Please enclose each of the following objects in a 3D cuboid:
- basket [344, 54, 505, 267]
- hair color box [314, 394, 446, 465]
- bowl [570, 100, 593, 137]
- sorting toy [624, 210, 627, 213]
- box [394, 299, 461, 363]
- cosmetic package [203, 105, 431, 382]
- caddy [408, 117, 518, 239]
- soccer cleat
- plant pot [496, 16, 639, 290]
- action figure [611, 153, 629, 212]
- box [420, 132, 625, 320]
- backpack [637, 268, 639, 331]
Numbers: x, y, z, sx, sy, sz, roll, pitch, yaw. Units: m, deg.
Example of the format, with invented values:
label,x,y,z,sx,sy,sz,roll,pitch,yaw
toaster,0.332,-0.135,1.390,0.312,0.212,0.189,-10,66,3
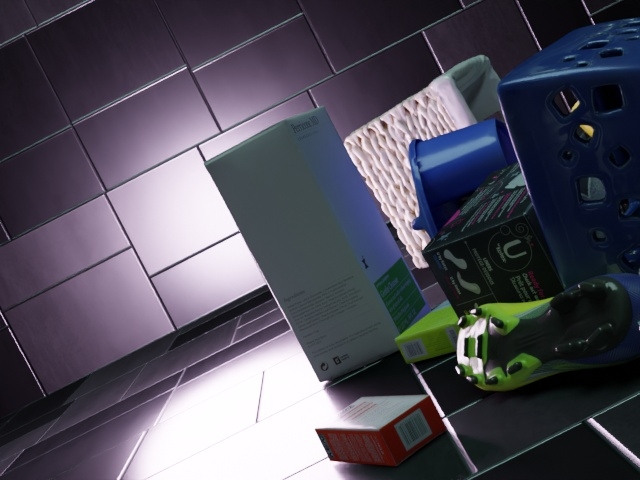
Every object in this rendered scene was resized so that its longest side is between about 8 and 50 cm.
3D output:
label,x,y,z,sx,sy,sz,roll,pitch,yaw
basket,0.267,-0.154,2.189,0.266,0.328,0.331,-29,3,24
hair color box,0.059,0.194,1.132,0.072,0.043,0.141,-29,6,-27
bowl,0.605,-0.232,1.929,0.289,0.156,0.289,-26,-11,-5
sorting toy,0.348,0.015,1.492,0.132,0.046,0.274,-25,5,27
box,0.191,0.099,1.459,0.109,0.042,0.178,-22,7,44
cosmetic package,0.000,0.000,1.641,0.155,0.366,0.197,-25,5,23
caddy,0.223,-0.049,1.664,0.179,0.241,0.341,-19,-2,15
soccer cleat,0.238,0.098,1.092,0.121,0.093,0.289,5,-16,-26
plant pot,0.342,-0.106,1.095,0.212,0.236,0.236,-12,16,39
action figure,0.493,-0.127,1.614,0.275,0.164,0.141,-17,24,4
box,0.253,0.008,1.274,0.142,0.163,0.247,-23,12,37
backpack,0.299,0.056,0.709,0.165,0.144,0.188,-21,8,7
